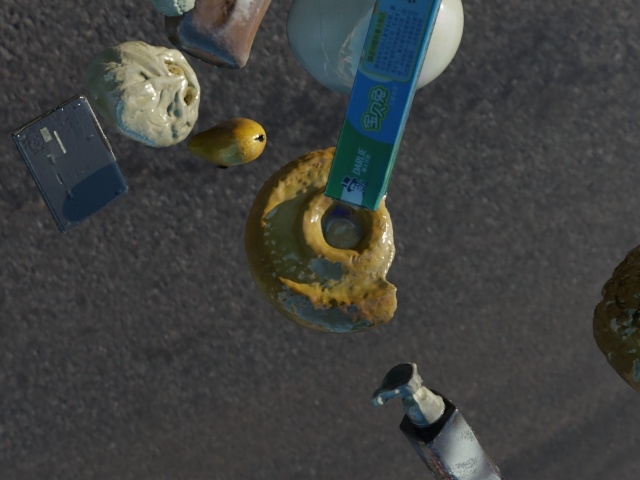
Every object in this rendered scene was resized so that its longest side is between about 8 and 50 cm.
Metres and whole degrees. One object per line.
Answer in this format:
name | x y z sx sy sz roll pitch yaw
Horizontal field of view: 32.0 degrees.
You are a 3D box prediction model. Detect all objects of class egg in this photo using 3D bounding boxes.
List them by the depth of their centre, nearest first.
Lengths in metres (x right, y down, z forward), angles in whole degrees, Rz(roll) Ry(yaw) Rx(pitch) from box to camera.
egg | 0.051 -0.221 1.150 0.151 0.209 0.151 -1 92 -42

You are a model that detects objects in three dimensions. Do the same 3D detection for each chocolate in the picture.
chocolate | -0.135 -0.396 1.723 0.161 0.083 0.261 18 91 -27

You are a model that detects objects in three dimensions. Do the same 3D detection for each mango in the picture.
mango | -0.165 -0.174 1.952 0.101 0.187 0.066 -48 123 -30

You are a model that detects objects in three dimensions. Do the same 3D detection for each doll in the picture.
doll | -0.205 -0.359 1.511 0.071 0.103 0.214 -16 177 -2

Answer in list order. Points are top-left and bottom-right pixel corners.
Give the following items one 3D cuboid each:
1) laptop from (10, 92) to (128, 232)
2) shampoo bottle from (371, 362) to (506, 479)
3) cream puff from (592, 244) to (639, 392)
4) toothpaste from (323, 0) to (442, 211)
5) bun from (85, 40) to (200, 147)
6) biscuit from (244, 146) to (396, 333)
laptop | -0.429 -0.133 1.941 0.154 0.026 0.207 -34 123 -23
shampoo bottle | 0.117 0.195 1.081 0.063 0.057 0.208 -48 125 -19
cream puff | 0.254 0.049 0.727 0.144 0.126 0.103 20 126 0
toothpaste | 0.063 -0.159 0.902 0.065 0.050 0.267 -64 170 -73
bun | -0.308 -0.280 2.048 0.231 0.231 0.133 4 144 -42
biscuit | 0.000 -0.001 1.534 0.213 0.274 0.091 -11 158 2
